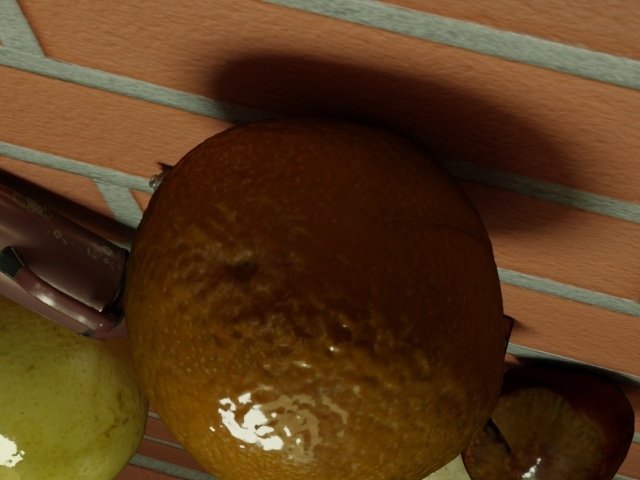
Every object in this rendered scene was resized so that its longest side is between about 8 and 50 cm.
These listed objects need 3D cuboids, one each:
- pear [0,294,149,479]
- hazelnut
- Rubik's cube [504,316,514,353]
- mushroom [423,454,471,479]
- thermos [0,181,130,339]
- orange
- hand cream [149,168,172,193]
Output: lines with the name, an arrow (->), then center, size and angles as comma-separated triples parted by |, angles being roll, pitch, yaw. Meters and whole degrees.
pear -> -0.392, 0.198, 2.372 | 0.348, 0.348, 0.348 | 15, 165, 4
hazelnut -> 0.264, 0.225, 2.123 | 0.178, 0.178, 0.204 | 28, 131, -35
Rubik's cube -> 0.137, 0.115, 1.987 | 0.092, 0.092, 0.092 | 23, 164, -23
mushroom -> 0.124, 0.248, 2.360 | 0.253, 0.195, 0.189 | 17, 132, 13
thermos -> -0.290, 0.026, 2.028 | 0.330, 0.109, 0.136 | 30, 165, -24
orange -> 0.002, 0.062, 1.539 | 0.322, 0.322, 0.357 | 11, 166, 18
hand cream -> -0.099, -0.035, 1.841 | 0.165, 0.037, 0.057 | 19, 166, -36
